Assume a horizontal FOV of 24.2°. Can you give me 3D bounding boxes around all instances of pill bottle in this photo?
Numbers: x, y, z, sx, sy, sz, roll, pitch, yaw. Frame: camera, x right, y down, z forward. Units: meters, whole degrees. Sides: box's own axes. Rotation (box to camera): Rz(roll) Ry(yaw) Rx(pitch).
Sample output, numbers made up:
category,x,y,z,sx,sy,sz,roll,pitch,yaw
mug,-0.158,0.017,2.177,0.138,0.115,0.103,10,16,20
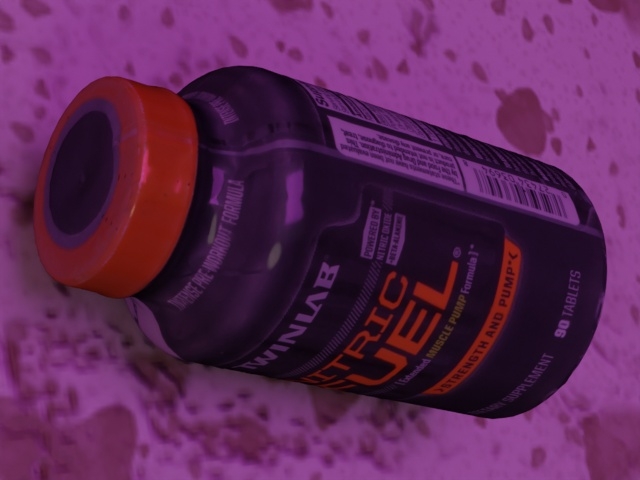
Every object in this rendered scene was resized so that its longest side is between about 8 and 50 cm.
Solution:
category,x,y,z,sx,sy,sz,roll,pitch,yaw
pill bottle,0.000,0.000,0.663,0.245,0.130,0.130,14,63,-35
